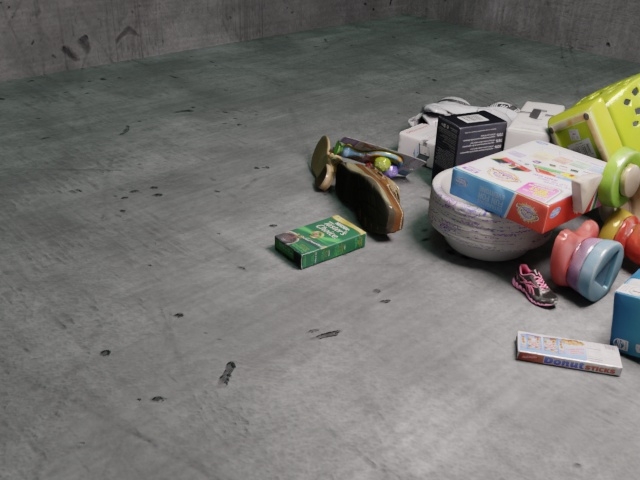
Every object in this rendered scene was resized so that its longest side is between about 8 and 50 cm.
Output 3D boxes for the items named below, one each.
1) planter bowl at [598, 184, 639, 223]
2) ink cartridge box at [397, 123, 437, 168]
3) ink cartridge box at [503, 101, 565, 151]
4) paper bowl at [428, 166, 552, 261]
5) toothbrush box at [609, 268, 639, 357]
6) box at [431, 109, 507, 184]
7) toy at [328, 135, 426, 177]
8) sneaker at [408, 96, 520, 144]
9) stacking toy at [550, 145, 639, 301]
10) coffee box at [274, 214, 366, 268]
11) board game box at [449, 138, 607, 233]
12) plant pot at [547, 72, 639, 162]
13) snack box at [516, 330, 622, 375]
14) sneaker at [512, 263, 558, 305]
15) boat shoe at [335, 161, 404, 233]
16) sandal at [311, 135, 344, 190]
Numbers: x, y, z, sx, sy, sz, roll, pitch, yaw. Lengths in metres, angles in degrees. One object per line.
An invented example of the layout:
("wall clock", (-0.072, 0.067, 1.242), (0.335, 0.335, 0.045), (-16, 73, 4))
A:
("planter bowl", (0.743, -0.078, 1.653), (0.162, 0.162, 0.109), (-6, 5, -14))
("ink cartridge box", (0.345, -0.276, 2.040), (0.191, 0.082, 0.140), (24, 35, 36))
("ink cartridge box", (0.579, -0.248, 1.884), (0.114, 0.197, 0.273), (14, 31, 22))
("paper bowl", (0.390, -0.057, 1.580), (0.284, 0.148, 0.284), (1, 29, 0))
("toothbrush box", (0.705, 0.142, 1.221), (0.295, 0.126, 0.216), (17, 31, 41))
("box", (0.392, -0.227, 1.826), (0.153, 0.207, 0.108), (-10, 31, -22))
("toy", (0.147, -0.207, 1.851), (0.237, 0.056, 0.137), (19, -15, -14))
("sneaker", (0.455, -0.356, 2.146), (0.210, 0.137, 0.366), (-22, 32, -36))
("stacking toy", (0.621, -0.028, 1.415), (0.309, 0.279, 0.130), (-26, 38, -33))
("coffee box", (0.000, 0.000, 1.564), (0.184, 0.040, 0.113), (-18, 34, -31))
("board game box", (0.477, -0.129, 1.499), (0.316, 0.064, 0.242), (-20, 36, -35))
("plant pot", (0.702, -0.253, 1.662), (0.207, 0.227, 0.228), (-24, 3, -17))
("snack box", (0.447, 0.203, 1.243), (0.178, 0.022, 0.064), (8, 30, 11))
("sneaker", (0.443, 0.089, 1.413), (0.047, 0.057, 0.119), (-12, 33, -27))
("boat shoe", (0.140, -0.119, 1.709), (0.120, 0.122, 0.324), (-2, 28, -20))
("sandal", (0.030, -0.202, 1.924), (0.079, 0.088, 0.240), (27, 30, -20))
